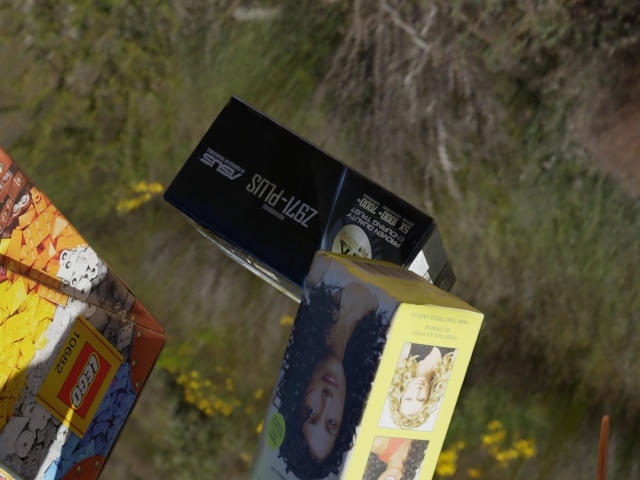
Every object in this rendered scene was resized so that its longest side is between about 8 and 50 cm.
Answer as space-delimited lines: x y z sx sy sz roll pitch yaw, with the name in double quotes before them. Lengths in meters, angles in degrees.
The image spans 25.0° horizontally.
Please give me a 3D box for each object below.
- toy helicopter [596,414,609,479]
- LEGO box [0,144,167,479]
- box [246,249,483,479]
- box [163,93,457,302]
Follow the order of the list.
"toy helicopter" 0.202 0.241 0.714 0.235 0.355 0.140 24 162 20
"LEGO box" -0.438 0.015 1.226 0.500 0.193 0.372 16 158 26
"box" 0.007 0.129 0.747 0.058 0.232 0.087 10 -169 -33
"box" 0.000 0.000 0.910 0.147 0.077 0.180 33 175 14
